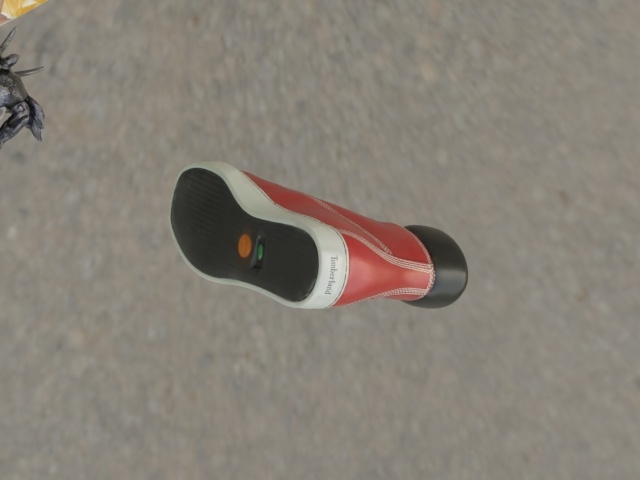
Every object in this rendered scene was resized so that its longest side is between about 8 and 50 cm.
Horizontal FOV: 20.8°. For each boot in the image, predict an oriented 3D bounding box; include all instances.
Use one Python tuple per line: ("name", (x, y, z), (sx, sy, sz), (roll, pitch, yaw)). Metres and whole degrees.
("boot", (0.000, 0.000, 1.396), (0.176, 0.244, 0.088), (3, 105, -38))

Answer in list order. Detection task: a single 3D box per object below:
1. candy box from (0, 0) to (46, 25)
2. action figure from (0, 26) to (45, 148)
("candy box", (-0.223, -0.264, 0.917), (0.183, 0.087, 0.316), (-32, 126, -16))
("action figure", (-0.357, -0.127, 1.621), (0.141, 0.276, 0.164), (-23, 102, 19))
